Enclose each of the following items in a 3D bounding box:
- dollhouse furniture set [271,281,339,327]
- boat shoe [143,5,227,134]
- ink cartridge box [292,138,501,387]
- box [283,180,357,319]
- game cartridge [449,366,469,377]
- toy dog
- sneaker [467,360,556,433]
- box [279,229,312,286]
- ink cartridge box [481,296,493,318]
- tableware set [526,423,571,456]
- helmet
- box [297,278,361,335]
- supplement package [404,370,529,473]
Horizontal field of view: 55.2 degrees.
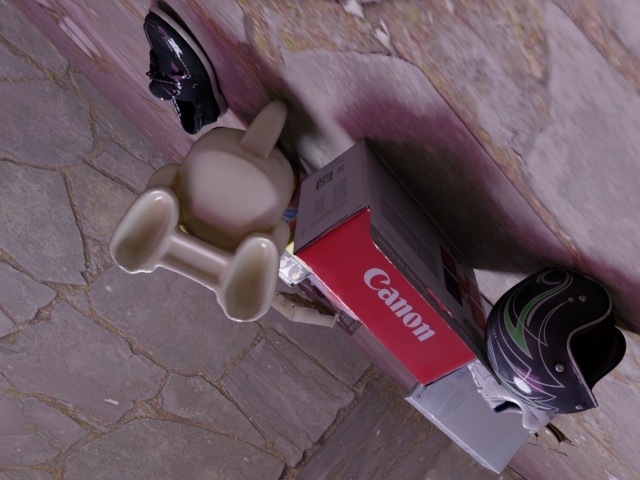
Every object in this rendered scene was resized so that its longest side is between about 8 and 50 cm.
[{"bbox_3d":[-0.004,0.096,1.650,0.161,0.241,0.212,16,-170,-44],"label":"dollhouse furniture set"},{"bbox_3d":[-0.286,-0.318,1.220,0.127,0.113,0.340,40,170,12],"label":"boat shoe"},{"bbox_3d":[0.108,0.051,0.877,0.309,0.130,0.271,47,-157,-23],"label":"ink cartridge box"},{"bbox_3d":[0.019,0.023,1.405,0.300,0.154,0.142,47,169,-32],"label":"box"},{"bbox_3d":[0.209,0.196,1.358,0.294,0.060,0.196,31,-156,-32],"label":"game cartridge"},{"bbox_3d":[-0.179,-0.101,1.174,0.285,0.395,0.408,17,-164,-4],"label":"toy dog"},{"bbox_3d":[0.351,0.265,1.229,0.297,0.129,0.111,32,169,50],"label":"sneaker"},{"bbox_3d":[0.000,0.000,1.209,0.087,0.232,0.058,45,-149,-19],"label":"box"},{"bbox_3d":[0.232,0.094,1.148,0.180,0.060,0.104,43,171,-7],"label":"ink cartridge box"},{"bbox_3d":[0.586,0.507,1.645,0.128,0.039,0.194,54,164,1],"label":"tableware set"},{"bbox_3d":[0.291,0.130,0.772,0.169,0.161,0.169,40,170,8],"label":"helmet"},{"bbox_3d":[0.032,0.148,1.955,0.191,0.143,0.381,36,167,31],"label":"box"},{"bbox_3d":[0.376,0.402,1.516,0.263,0.199,0.198,40,170,12],"label":"supplement package"}]
